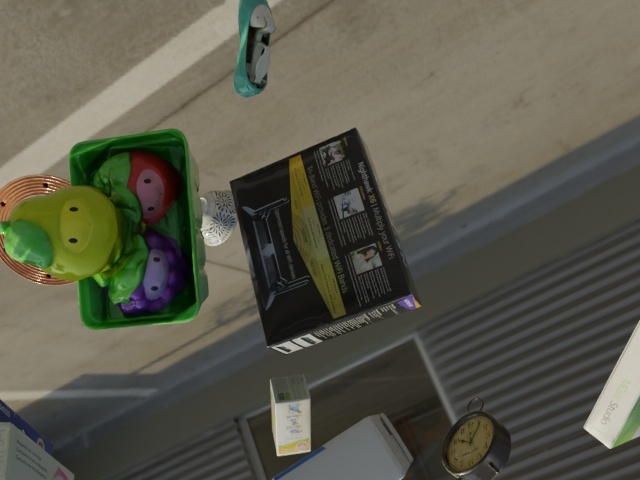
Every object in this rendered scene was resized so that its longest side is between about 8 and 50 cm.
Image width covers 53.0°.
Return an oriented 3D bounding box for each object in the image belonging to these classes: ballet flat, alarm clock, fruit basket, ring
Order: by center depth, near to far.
[{"bbox_3d":[-0.377,-0.019,1.193,0.282,0.393,0.392,-6,162,11],"label":"fruit basket"},{"bbox_3d":[0.293,0.372,1.197,0.064,0.192,0.129,37,126,-19],"label":"alarm clock"},{"bbox_3d":[-0.135,-0.438,1.408,0.087,0.248,0.083,14,-170,40],"label":"ballet flat"},{"bbox_3d":[-0.777,-0.028,1.834,0.336,0.337,0.032,-26,-162,9],"label":"ring"}]

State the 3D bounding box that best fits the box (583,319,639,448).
[{"bbox_3d":[0.589,0.211,1.078,0.321,0.058,0.233,0,116,-41],"label":"box"}]

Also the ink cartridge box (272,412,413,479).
[{"bbox_3d":[0.075,0.596,1.674,0.285,0.166,0.395,-33,162,1],"label":"ink cartridge box"}]

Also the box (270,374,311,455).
[{"bbox_3d":[-0.087,0.510,1.871,0.103,0.114,0.203,-5,117,-10],"label":"box"}]

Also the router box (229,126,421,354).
[{"bbox_3d":[0.000,0.000,1.052,0.242,0.309,0.081,-21,156,13],"label":"router box"}]

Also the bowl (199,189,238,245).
[{"bbox_3d":[-0.313,-0.076,1.801,0.170,0.170,0.080,-34,146,26],"label":"bowl"}]

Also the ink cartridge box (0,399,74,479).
[{"bbox_3d":[-0.622,0.530,1.380,0.071,0.330,0.324,-12,143,-3],"label":"ink cartridge box"}]
